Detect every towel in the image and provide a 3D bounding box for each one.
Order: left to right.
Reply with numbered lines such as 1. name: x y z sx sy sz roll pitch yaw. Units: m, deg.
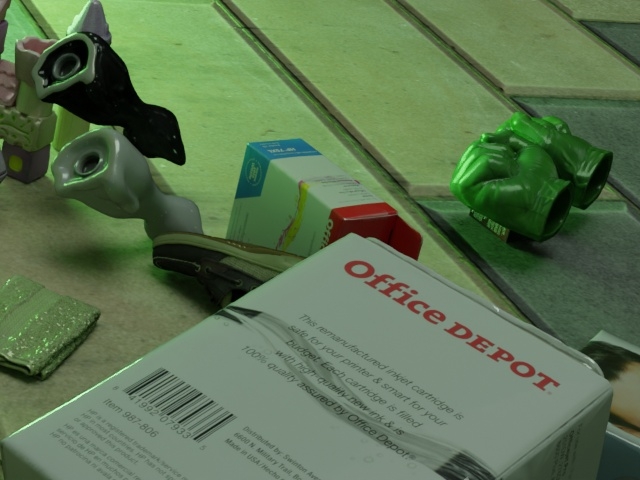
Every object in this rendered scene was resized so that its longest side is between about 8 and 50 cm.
1. towel: -0.284 0.082 1.724 0.110 0.027 0.148 21 26 12

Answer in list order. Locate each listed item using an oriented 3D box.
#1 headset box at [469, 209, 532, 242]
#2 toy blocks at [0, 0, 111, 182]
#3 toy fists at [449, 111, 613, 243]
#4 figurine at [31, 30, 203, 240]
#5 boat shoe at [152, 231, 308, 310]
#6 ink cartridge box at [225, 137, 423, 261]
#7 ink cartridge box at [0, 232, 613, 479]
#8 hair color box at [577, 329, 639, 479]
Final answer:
1. headset box: 0.234 -0.027 2.200 0.062 0.032 0.083 -5 30 -35
2. toy blocks: -0.411 -0.220 2.006 0.289 0.260 0.309 21 26 13
3. toy fists: 0.255 -0.088 2.187 0.142 0.096 0.279 23 26 19
4. figurine: -0.202 -0.093 1.940 0.209 0.092 0.215 35 32 -51
5. boat shoe: -0.087 0.041 1.849 0.223 0.073 0.080 9 -12 29
6. ink cartridge box: 0.000 0.000 1.909 0.078 0.134 0.231 -6 31 -37
7. ink cartridge box: -0.004 0.189 1.395 0.285 0.166 0.395 31 45 32
8. hair color box: 0.376 0.232 1.651 0.374 0.113 0.185 25 28 23
